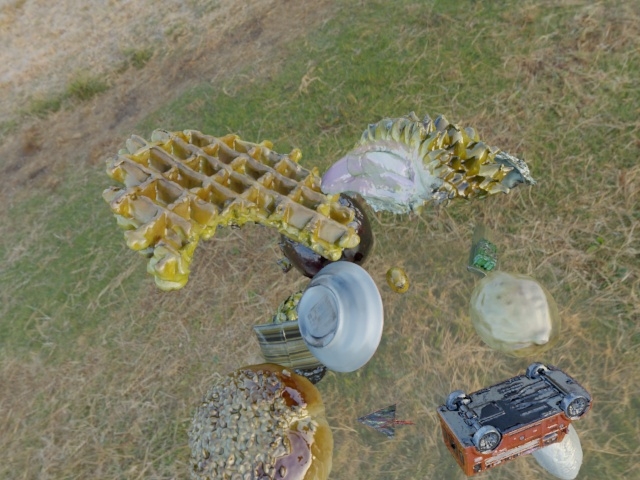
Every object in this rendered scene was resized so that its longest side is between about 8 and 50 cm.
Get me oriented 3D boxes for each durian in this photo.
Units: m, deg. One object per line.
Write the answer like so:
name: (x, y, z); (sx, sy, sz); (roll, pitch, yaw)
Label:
durian: (0.066, -0.081, 0.400); (0.140, 0.078, 0.224); (-28, 25, -34)

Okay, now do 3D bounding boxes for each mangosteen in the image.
mangosteen: (0.014, -0.007, 1.273); (0.298, 0.293, 0.297); (5, 40, -4)

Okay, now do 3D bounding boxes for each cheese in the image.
cheese: (0.719, 0.616, 1.321); (0.155, 0.189, 0.198); (-33, 94, 4)

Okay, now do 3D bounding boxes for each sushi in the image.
sushi: (-0.100, 0.397, 1.728); (0.328, 0.286, 0.327); (-54, 23, 28)

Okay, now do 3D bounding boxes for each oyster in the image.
oyster: (0.491, -0.188, 1.133); (0.252, 0.199, 0.087); (-3, 70, -5)

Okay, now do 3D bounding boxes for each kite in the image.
kite: (0.205, 0.569, 1.319); (0.189, 0.232, 0.009); (0, 40, 10)

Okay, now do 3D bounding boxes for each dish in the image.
dish: (0.018, 0.173, 0.965); (0.260, 0.085, 0.260); (-10, 76, 46)

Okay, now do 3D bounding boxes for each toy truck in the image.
toy truck: (0.348, 0.319, 0.756); (0.253, 0.114, 0.107); (-16, 22, -9)

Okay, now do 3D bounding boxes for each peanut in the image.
peanut: (0.343, 0.128, 0.748); (0.141, 0.109, 0.159); (-22, 82, -4)

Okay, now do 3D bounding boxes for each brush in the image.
brush: (0.391, 0.009, 1.001); (0.054, 0.282, 0.048); (34, 121, 7)

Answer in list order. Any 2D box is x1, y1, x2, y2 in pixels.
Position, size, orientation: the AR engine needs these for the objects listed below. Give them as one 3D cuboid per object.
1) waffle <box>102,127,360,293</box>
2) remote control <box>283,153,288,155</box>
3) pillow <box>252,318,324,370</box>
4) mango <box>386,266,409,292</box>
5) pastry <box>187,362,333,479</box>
waffle: (-0.112, -0.054, 0.526); (0.293, 0.069, 0.259); (-4, 46, -34)
remote control: (-0.153, -0.252, 1.519); (0.184, 0.050, 0.027); (-43, 45, 45)
pillow: (-0.104, 0.361, 1.425); (0.208, 0.212, 0.052); (-10, 25, 5)
mango: (0.218, 0.114, 1.206); (0.057, 0.114, 0.078); (-30, 91, -6)
pastry: (-0.162, 0.525, 1.111); (0.410, 0.245, 0.409); (-6, 58, 9)
